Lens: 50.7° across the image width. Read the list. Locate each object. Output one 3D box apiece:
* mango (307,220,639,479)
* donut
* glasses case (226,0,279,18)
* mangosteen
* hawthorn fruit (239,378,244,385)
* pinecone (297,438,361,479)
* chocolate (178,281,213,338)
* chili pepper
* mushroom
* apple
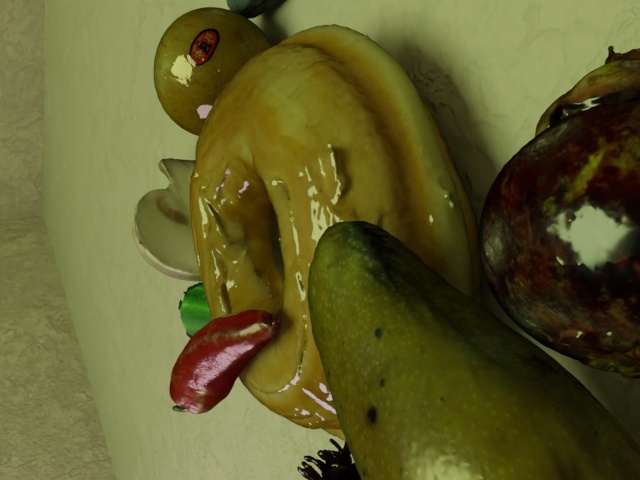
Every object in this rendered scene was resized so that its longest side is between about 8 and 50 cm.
[{"bbox_3d":[0.092,0.131,0.444,0.329,0.176,0.176,42,129,34],"label":"mango"},{"bbox_3d":[0.000,0.000,0.735,0.449,0.198,0.448,21,115,55],"label":"donut"},{"bbox_3d":[-0.060,-0.374,0.866,0.282,0.067,0.109,-8,88,62],"label":"glasses case"},{"bbox_3d":[0.200,-0.026,0.419,0.192,0.192,0.217,-24,46,60],"label":"mangosteen"},{"bbox_3d":[-0.095,0.226,1.106,0.103,0.067,0.067,58,145,14],"label":"hawthorn fruit"},{"bbox_3d":[0.027,0.327,0.828,0.163,0.163,0.165,-20,65,60],"label":"pinecone"},{"bbox_3d":[-0.135,0.124,1.110,0.291,0.110,0.110,-3,96,58],"label":"chocolate"},{"bbox_3d":[-0.109,0.126,0.698,0.272,0.071,0.063,-50,19,48],"label":"chili pepper"},{"bbox_3d":[-0.287,-0.019,1.267,0.173,0.162,0.236,-32,69,57],"label":"mushroom"},{"bbox_3d":[-0.143,-0.232,0.947,0.155,0.182,0.182,24,123,23],"label":"apple"}]
